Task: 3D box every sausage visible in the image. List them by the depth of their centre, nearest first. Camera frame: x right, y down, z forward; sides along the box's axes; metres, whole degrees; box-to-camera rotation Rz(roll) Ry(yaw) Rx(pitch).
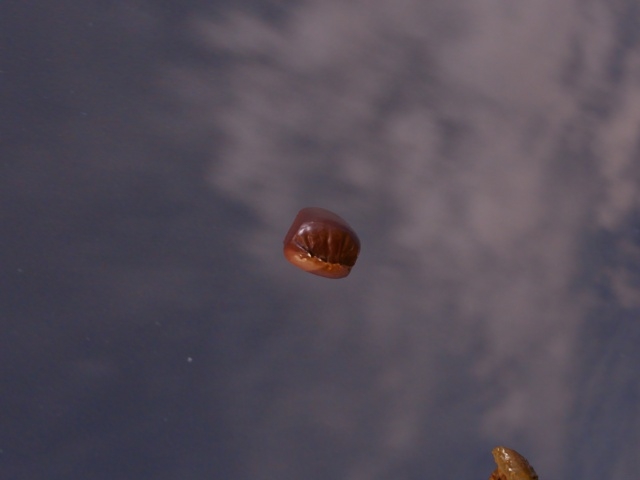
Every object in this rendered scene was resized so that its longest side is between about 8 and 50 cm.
[{"bbox_3d":[-0.001,0.000,1.264,0.097,0.348,0.094,18,-90,-3],"label":"sausage"}]

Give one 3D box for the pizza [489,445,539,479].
[{"bbox_3d":[0.249,0.415,1.116,0.085,0.161,0.305,-1,-114,-15],"label":"pizza"}]
